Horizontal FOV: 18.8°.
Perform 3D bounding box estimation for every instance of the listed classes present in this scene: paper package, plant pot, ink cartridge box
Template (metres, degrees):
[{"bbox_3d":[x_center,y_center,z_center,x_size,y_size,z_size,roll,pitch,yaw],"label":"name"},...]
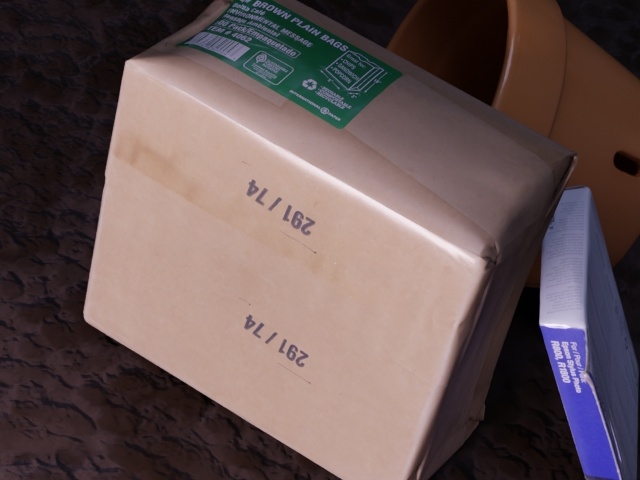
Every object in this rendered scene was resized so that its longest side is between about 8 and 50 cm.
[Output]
[{"bbox_3d":[0.000,0.000,1.543,0.325,0.309,0.168,30,44,15],"label":"paper package"},{"bbox_3d":[0.172,-0.081,1.735,0.203,0.291,0.291,22,39,-22],"label":"plant pot"},{"bbox_3d":[0.221,0.109,1.581,0.045,0.223,0.224,-10,38,15],"label":"ink cartridge box"}]
